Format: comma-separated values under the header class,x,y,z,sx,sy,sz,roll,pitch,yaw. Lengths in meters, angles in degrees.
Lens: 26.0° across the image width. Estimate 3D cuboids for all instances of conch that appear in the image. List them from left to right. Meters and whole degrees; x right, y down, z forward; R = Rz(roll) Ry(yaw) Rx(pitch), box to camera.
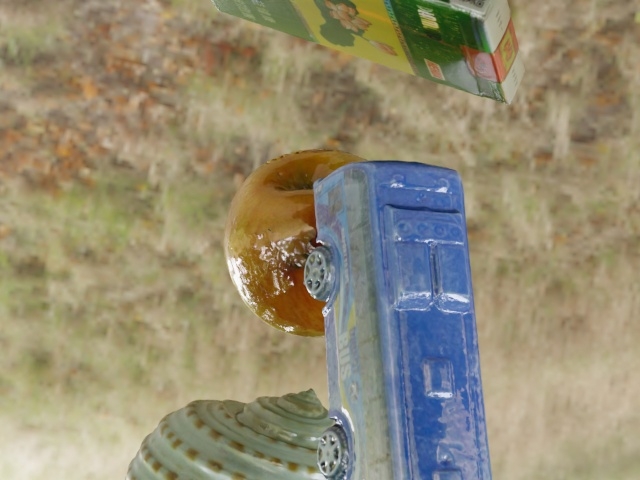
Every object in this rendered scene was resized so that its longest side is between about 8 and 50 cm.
class,x,y,z,sx,sy,sz,roll,pitch,yaw
conch,-0.066,0.184,0.948,0.172,0.200,0.131,30,166,25

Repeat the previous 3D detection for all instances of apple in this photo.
class,x,y,z,sx,sy,sz,roll,pitch,yaw
apple,0.000,0.000,1.004,0.146,0.147,0.146,10,172,2

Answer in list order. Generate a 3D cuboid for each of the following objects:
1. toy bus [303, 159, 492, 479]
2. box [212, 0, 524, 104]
class,x,y,z,sx,sy,sz,roll,pitch,yaw
toy bus,0.049,0.067,0.788,0.079,0.237,0.094,6,161,-31
box,0.017,-0.162,0.920,0.235,0.034,0.132,21,167,21
